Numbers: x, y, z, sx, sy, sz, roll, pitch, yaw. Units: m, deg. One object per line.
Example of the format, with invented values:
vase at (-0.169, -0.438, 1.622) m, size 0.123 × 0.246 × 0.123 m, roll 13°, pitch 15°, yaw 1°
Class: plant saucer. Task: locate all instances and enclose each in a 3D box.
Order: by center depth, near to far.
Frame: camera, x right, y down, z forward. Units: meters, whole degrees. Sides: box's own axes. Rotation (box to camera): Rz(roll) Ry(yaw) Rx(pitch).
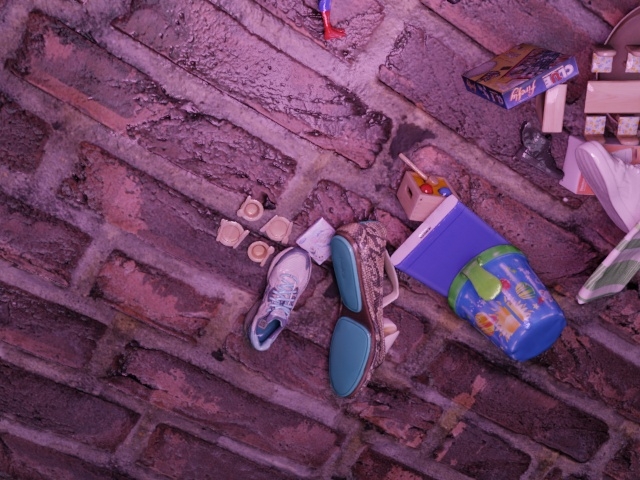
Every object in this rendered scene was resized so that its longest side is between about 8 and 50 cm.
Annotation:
plant saucer at (0.796, -0.419, 1.637) m, size 0.310 × 0.050 × 0.311 m, roll -3°, pitch 113°, yaw -8°

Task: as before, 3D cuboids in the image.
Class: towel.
towel at (0.791, 0.027, 1.713) m, size 0.247 × 0.038 × 0.325 m, roll -5°, pitch 136°, yaw -45°

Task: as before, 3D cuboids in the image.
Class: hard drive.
hard drive at (0.332, 0.033, 1.671) m, size 0.210 × 0.040 × 0.318 m, roll -47°, pitch 137°, yaw 13°

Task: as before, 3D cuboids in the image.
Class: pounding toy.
pounding toy at (0.249, -0.124, 1.631) m, size 0.130 × 0.141 × 0.100 m, roll 7°, pitch 125°, yaw -19°

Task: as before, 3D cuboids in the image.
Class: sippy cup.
sippy cup at (0.471, 0.166, 1.684) m, size 0.305 × 0.224 × 0.240 m, roll -5°, pitch 129°, yaw -30°

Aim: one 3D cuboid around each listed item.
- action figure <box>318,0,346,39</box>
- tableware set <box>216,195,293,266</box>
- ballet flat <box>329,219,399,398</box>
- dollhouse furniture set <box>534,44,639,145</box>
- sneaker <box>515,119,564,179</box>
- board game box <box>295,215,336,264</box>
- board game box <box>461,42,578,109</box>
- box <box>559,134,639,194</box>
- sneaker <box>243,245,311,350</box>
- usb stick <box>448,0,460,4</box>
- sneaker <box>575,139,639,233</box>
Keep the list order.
action figure at (0.044, -0.580, 1.430) m, size 0.139 × 0.091 × 0.281 m, roll -13°, pitch 114°, yaw 3°
tableware set at (-0.159, -0.022, 1.659) m, size 0.168 × 0.020 × 0.141 m, roll 32°, pitch 103°, yaw -19°
ballet flat at (0.122, 0.174, 1.722) m, size 0.182 × 0.164 × 0.483 m, roll -16°, pitch 117°, yaw -32°
dollhouse furniture set at (0.623, -0.320, 1.547) m, size 0.241 × 0.161 × 0.212 m, roll 2°, pitch 117°, yaw 10°
sneaker at (0.548, -0.220, 1.675) m, size 0.170 × 0.051 × 0.089 m, roll 25°, pitch 110°, yaw -14°
board game box at (0.000, 0.000, 1.692) m, size 0.090 × 0.020 × 0.090 m, roll -42°, pitch 114°, yaw 8°
board game box at (0.428, -0.363, 1.494) m, size 0.165 × 0.243 × 0.042 m, roll -27°, pitch 114°, yaw 3°
box at (0.702, -0.185, 1.692) m, size 0.170 × 0.091 × 0.130 m, roll 1°, pitch 112°, yaw -10°
sneaker at (-0.095, 0.151, 1.683) m, size 0.110 × 0.122 × 0.283 m, roll 21°, pitch 107°, yaw -17°
usb stick at (0.203, -0.606, 1.448) m, size 0.278 × 0.077 × 0.045 m, roll 36°, pitch 108°, yaw -21°
sneaker at (0.723, -0.165, 1.602) m, size 0.169 × 0.108 × 0.292 m, roll -40°, pitch 123°, yaw 6°
